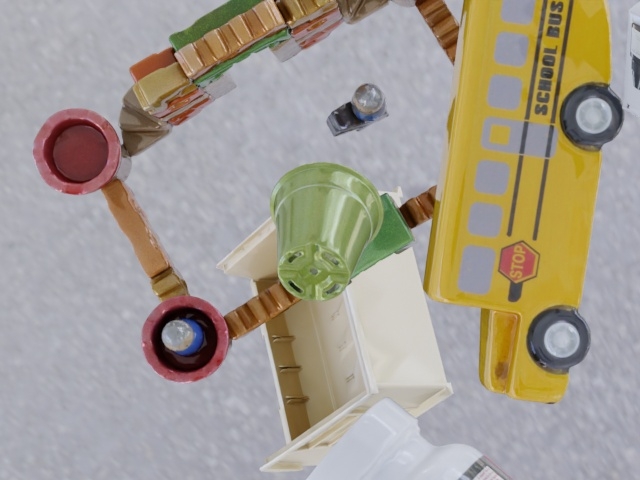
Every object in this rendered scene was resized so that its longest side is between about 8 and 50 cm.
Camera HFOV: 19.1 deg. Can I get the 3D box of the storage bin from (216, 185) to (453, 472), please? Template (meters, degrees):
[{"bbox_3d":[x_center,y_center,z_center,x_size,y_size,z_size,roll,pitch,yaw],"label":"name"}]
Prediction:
[{"bbox_3d":[0.006,0.102,2.192,0.260,0.123,0.262,-39,57,47],"label":"storage bin"}]

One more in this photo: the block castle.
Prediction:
[{"bbox_3d":[-0.022,-0.092,1.855,0.453,0.213,0.303,-31,85,3],"label":"block castle"}]

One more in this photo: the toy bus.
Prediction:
[{"bbox_3d":[0.161,-0.044,1.530,0.130,0.108,0.332,8,95,-3],"label":"toy bus"}]

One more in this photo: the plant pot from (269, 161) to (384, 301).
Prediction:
[{"bbox_3d":[0.000,0.000,1.349,0.083,0.083,0.079,-12,33,16],"label":"plant pot"}]

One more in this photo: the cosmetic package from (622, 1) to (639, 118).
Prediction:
[{"bbox_3d":[0.324,-0.088,1.359,0.060,0.099,0.239,-36,52,-25],"label":"cosmetic package"}]

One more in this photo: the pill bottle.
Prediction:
[{"bbox_3d":[0.151,0.341,1.962,0.363,0.210,0.210,41,83,11],"label":"pill bottle"}]
